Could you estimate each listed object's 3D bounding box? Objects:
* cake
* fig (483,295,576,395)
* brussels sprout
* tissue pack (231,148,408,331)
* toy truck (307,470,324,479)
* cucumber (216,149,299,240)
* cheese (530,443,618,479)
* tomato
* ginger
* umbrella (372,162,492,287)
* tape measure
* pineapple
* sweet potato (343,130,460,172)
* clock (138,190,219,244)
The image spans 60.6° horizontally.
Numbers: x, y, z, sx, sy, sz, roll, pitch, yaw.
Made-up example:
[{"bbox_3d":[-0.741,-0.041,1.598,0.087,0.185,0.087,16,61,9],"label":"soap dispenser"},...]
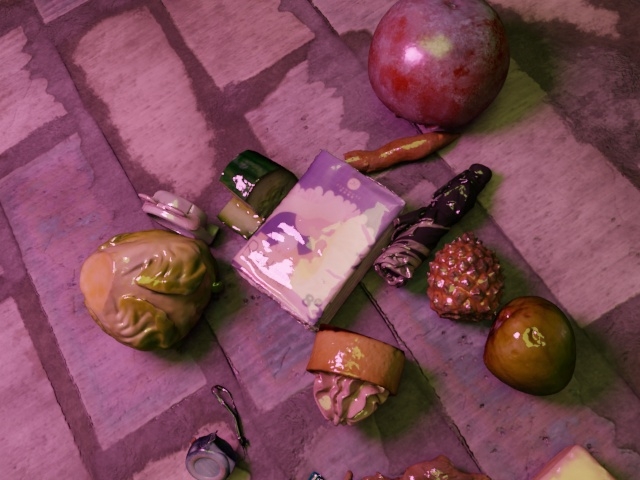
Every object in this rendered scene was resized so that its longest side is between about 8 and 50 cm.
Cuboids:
[{"bbox_3d":[0.059,0.274,1.080,0.185,0.208,0.178,20,81,-7],"label":"cake"},{"bbox_3d":[0.403,0.207,1.047,0.181,0.181,0.191,-41,101,-6],"label":"fig"},{"bbox_3d":[-0.349,0.105,1.172,0.227,0.294,0.259,27,99,44],"label":"brussels sprout"},{"bbox_3d":[0.000,0.000,1.211,0.242,0.125,0.343,36,80,18],"label":"tissue pack"},{"bbox_3d":[-0.021,0.505,1.088,0.044,0.039,0.083,29,76,34],"label":"toy truck"},{"bbox_3d":[-0.142,-0.112,1.250,0.130,0.191,0.191,29,78,17],"label":"cucumber"},{"bbox_3d":[0.444,0.538,0.955,0.265,0.124,0.242,-41,66,-6],"label":"cheese"},{"bbox_3d":[0.262,-0.407,1.234,0.317,0.282,0.316,2,54,-3],"label":"tomato"},{"bbox_3d":[0.182,0.480,1.036,0.290,0.084,0.122,-12,63,5],"label":"ginger"},{"bbox_3d":[0.244,-0.049,1.188,0.106,0.113,0.357,39,70,13],"label":"umbrella"},{"bbox_3d":[-0.220,0.409,1.157,0.107,0.104,0.179,-33,32,21],"label":"tape measure"},{"bbox_3d":[0.300,0.069,1.125,0.166,0.166,0.193,5,73,11],"label":"pineapple"},{"bbox_3d":[0.196,-0.210,1.282,0.282,0.067,0.059,-14,69,5],"label":"sweet potato"},{"bbox_3d":[-0.327,-0.058,1.251,0.152,0.191,0.062,22,77,15],"label":"clock"}]
